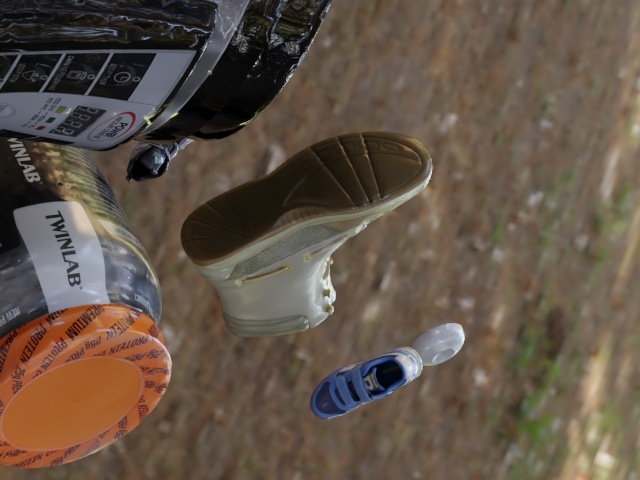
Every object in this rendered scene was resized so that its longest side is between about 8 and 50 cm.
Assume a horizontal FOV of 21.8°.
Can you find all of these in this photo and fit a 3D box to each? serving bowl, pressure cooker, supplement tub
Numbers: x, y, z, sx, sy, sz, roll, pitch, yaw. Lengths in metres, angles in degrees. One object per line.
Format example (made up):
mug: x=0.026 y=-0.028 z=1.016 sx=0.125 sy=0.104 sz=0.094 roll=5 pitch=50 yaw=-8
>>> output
serving bowl: x=0.166 y=0.151 z=2.321 sx=0.083 sy=0.027 sz=0.083 roll=-19 pitch=150 yaw=-12
pressure cooker: x=-0.154 y=-0.257 z=1.096 sx=0.420 sy=0.370 sz=0.375 roll=11 pitch=116 yaw=-30
supplement tub: x=-0.262 y=0.007 z=1.367 sx=0.207 sy=0.338 sz=0.207 roll=-22 pitch=144 yaw=-17

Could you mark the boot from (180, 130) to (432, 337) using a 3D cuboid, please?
boot: x=0.000 y=0.000 z=1.399 sx=0.213 sy=0.077 sz=0.165 roll=-23 pitch=147 yaw=-2

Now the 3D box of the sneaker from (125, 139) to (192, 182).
sneaker: x=-0.138 y=-0.083 z=1.486 sx=0.098 sy=0.038 sz=0.069 roll=-39 pitch=-161 yaw=31

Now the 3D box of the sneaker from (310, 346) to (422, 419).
sneaker: x=0.049 y=0.169 z=1.964 sx=0.144 sy=0.053 sz=0.059 roll=-29 pitch=180 yaw=12
